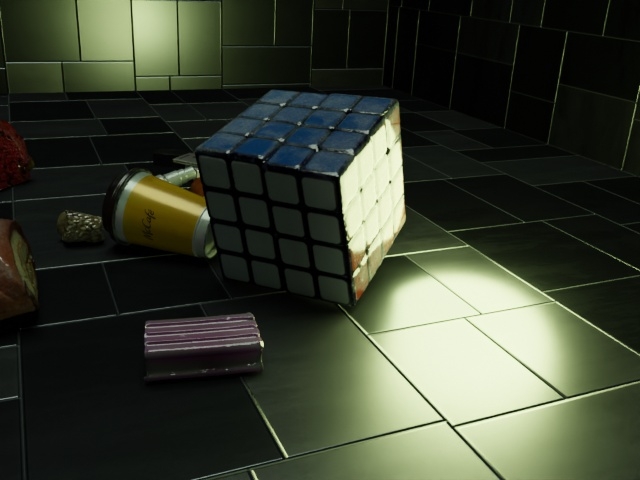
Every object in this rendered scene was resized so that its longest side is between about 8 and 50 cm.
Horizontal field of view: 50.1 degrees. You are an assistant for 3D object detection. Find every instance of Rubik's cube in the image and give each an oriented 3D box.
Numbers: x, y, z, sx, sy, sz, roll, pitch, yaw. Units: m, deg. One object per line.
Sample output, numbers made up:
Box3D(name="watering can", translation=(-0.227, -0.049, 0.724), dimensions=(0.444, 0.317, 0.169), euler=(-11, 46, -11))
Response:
Box3D(name="Rubik's cube", translation=(-0.025, -0.108, 1.512), dimensions=(0.337, 0.344, 0.344), euler=(11, 38, 25))

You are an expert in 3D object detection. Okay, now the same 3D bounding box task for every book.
Box3D(name="book", translation=(-0.371, -0.259, 2.231), dimensions=(0.181, 0.014, 0.127), euler=(13, 24, 21))

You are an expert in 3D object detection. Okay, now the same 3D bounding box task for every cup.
Box3D(name="cup", translation=(-0.373, -0.055, 1.654), dimensions=(0.279, 0.197, 0.196), euler=(18, 25, 13))

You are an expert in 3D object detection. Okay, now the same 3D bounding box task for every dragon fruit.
Box3D(name="dragon fruit", translation=(-0.983, -0.269, 1.996), dimensions=(0.302, 0.330, 0.240), euler=(-13, 49, -39))

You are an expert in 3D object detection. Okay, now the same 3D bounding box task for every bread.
Box3D(name="bread", translation=(-0.625, 0.062, 1.325), dimensions=(0.123, 0.190, 0.244), euler=(-19, 31, -17))

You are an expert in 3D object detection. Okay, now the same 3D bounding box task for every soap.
Box3D(name="soap", translation=(-0.208, 0.187, 1.209), dimensions=(0.203, 0.066, 0.122), euler=(-2, 22, -13))

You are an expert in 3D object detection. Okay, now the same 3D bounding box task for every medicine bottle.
Box3D(name="medicine bottle", translation=(-0.467, -0.152, 1.976), dimensions=(0.220, 0.061, 0.092), euler=(-25, -7, -20))

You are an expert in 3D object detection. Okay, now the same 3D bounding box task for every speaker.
Box3D(name="speaker", translation=(-0.465, -0.284, 2.378), dimensions=(0.218, 0.044, 0.082), euler=(7, 22, 11))

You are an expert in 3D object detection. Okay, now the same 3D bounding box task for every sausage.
Box3D(name="sausage", translation=(-0.332, -0.139, 1.983), dimensions=(0.089, 0.089, 0.179), euler=(-6, 17, -22))

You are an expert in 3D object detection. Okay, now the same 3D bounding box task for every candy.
Box3D(name="candy", translation=(-0.591, -0.034, 1.693), dimensions=(0.110, 0.085, 0.095), euler=(3, 13, -28))

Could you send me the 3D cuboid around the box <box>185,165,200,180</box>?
Box3D(name="box", translation=(-0.362, -0.229, 2.246), dimensions=(0.130, 0.051, 0.129), euler=(-9, 24, -26))
